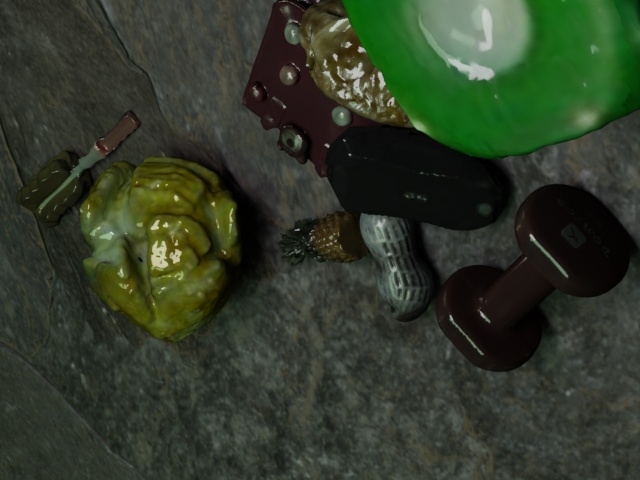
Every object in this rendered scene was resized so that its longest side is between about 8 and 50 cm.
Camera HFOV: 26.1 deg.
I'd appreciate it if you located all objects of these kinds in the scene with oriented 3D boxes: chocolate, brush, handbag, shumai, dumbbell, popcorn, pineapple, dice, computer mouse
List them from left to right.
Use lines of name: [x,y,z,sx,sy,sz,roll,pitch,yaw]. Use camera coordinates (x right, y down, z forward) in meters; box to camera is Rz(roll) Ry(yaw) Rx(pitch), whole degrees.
brush: [-0.363,-0.117,2.110,0.084,0.071,0.301,44,131,-11]
popcorn: [-0.218,0.021,1.929,0.225,0.276,0.276,6,126,1]
pineapple: [0.000,0.000,1.828,0.159,0.074,0.074,-8,109,55]
handbag: [0.003,-0.182,1.700,0.203,0.074,0.216,43,137,16]
shumai: [0.075,-0.237,1.534,0.209,0.161,0.153,55,146,29]
chocolate: [0.097,0.023,1.743,0.072,0.072,0.167,-6,108,45]
computer mouse: [0.113,-0.078,1.635,0.217,0.073,0.122,11,140,2]
dumbbell: [0.239,0.046,1.581,0.140,0.124,0.225,47,138,9]
dice: [0.216,-0.264,1.279,0.297,0.300,0.287,-19,104,47]
